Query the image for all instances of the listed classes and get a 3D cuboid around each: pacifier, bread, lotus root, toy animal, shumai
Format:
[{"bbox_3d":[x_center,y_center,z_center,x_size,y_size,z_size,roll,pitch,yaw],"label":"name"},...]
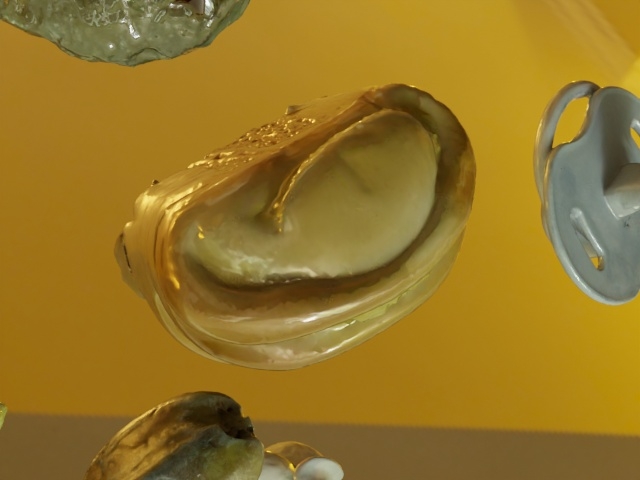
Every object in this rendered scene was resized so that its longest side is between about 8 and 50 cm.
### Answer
[{"bbox_3d":[0.349,-0.070,1.429,0.279,0.207,0.227,-50,-62,-40],"label":"pacifier"},{"bbox_3d":[0.000,0.000,1.171,0.315,0.270,0.211,-34,-74,-21],"label":"bread"},{"bbox_3d":[-0.135,0.200,1.078,0.088,0.192,0.113,47,-170,-46],"label":"lotus root"},{"bbox_3d":[-0.072,0.388,1.732,0.183,0.310,0.247,27,-172,4],"label":"toy animal"},{"bbox_3d":[-0.136,-0.248,0.932,0.256,0.189,0.218,54,-149,-4],"label":"shumai"}]

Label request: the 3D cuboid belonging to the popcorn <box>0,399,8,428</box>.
[{"bbox_3d":[-0.413,0.171,1.391,0.142,0.173,0.173,44,-152,-18],"label":"popcorn"}]
